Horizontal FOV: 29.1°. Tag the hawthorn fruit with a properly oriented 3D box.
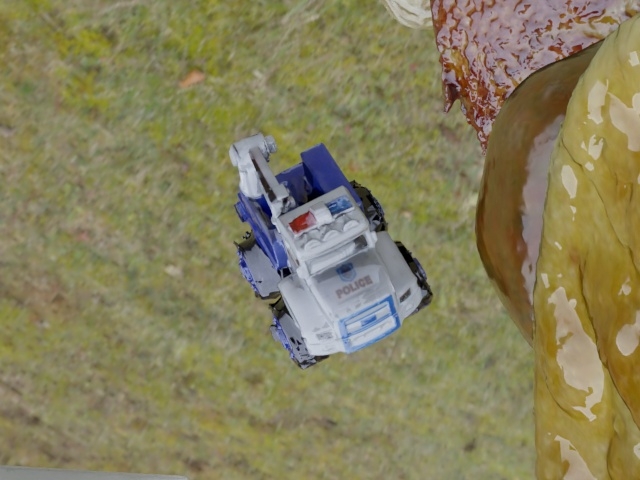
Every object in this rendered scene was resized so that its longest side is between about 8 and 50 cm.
[{"bbox_3d":[0.238,-0.023,0.879,0.267,0.301,0.268,0,90,2],"label":"hawthorn fruit"}]

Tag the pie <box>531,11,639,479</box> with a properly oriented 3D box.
[{"bbox_3d":[0.171,0.072,0.394,0.083,0.339,0.339,-15,130,-19],"label":"pie"}]

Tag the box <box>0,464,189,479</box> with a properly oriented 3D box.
[{"bbox_3d":[-0.150,0.311,0.614,0.143,0.341,0.225,3,128,-2],"label":"box"}]

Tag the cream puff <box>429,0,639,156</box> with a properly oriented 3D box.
[{"bbox_3d":[0.285,-0.200,1.265,0.350,0.229,0.350,-6,118,-11],"label":"cream puff"}]

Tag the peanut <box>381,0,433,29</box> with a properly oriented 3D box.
[{"bbox_3d":[0.060,-0.388,1.647,0.298,0.120,0.136,31,101,-5],"label":"peanut"}]

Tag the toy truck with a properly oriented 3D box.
[{"bbox_3d":[0.000,0.000,1.196,0.161,0.213,0.177,-27,144,-8],"label":"toy truck"}]
